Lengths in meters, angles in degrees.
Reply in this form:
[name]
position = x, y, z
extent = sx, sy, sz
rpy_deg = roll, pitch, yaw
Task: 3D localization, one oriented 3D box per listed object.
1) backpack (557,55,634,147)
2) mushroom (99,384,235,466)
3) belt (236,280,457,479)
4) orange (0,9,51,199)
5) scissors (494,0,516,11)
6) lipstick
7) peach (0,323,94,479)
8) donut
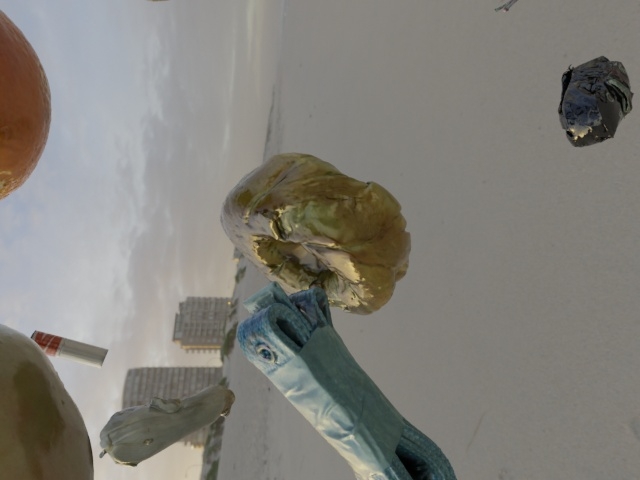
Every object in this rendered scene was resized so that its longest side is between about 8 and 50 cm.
[backpack]
position = 0.497, -0.246, 0.740
extent = 0.106, 0.120, 0.165
rpy_deg = -17, 38, 48
[mushroom]
position = -0.275, 0.339, 0.777
extent = 0.096, 0.278, 0.099
rpy_deg = -34, 70, 34
[belt]
position = 0.031, 0.169, 0.417
extent = 0.072, 0.302, 0.087
rpy_deg = -33, 6, 43
[orange]
position = -0.594, -0.180, 0.549
extent = 0.326, 0.424, 0.424
rpy_deg = 60, 170, 5
[scissors]
position = 0.593, -0.716, 1.171
extent = 0.020, 0.187, 0.133
rpy_deg = 50, -170, -32
[lipstick]
position = -0.476, 0.207, 0.776
extent = 0.038, 0.131, 0.038
rpy_deg = -52, 24, 36
[peach]
position = -0.317, 0.202, 0.296
extent = 0.292, 0.248, 0.292
rpy_deg = -33, 44, 39
[donut]
position = 0.000, 0.000, 0.747
extent = 0.170, 0.361, 0.360
rpy_deg = -60, -6, -26
